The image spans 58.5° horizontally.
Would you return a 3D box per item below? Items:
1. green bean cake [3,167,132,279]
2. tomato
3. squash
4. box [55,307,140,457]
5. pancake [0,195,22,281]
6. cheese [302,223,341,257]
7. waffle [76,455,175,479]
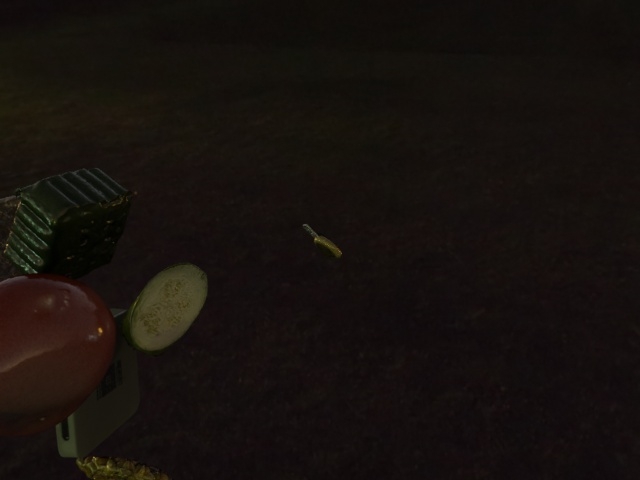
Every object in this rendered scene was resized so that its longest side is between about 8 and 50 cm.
[{"bbox_3d":[-0.599,-0.031,1.379,0.156,0.250,0.247,39,27,10],"label":"green bean cake"},{"bbox_3d":[-0.588,0.243,1.183,0.341,0.341,0.272,-15,50,-19],"label":"tomato"},{"bbox_3d":[-0.472,0.209,1.756,0.260,0.189,0.189,-45,11,25],"label":"squash"},{"bbox_3d":[-0.688,0.425,1.767,0.090,0.367,0.373,1,8,10],"label":"box"},{"bbox_3d":[-0.833,0.006,1.591,0.382,0.071,0.382,1,53,-1],"label":"pancake"},{"bbox_3d":[0.001,-0.001,1.927,0.036,0.162,0.086,-52,25,-18],"label":"cheese"},{"bbox_3d":[-0.458,0.574,1.367,0.238,0.243,0.058,-4,48,24],"label":"waffle"}]
